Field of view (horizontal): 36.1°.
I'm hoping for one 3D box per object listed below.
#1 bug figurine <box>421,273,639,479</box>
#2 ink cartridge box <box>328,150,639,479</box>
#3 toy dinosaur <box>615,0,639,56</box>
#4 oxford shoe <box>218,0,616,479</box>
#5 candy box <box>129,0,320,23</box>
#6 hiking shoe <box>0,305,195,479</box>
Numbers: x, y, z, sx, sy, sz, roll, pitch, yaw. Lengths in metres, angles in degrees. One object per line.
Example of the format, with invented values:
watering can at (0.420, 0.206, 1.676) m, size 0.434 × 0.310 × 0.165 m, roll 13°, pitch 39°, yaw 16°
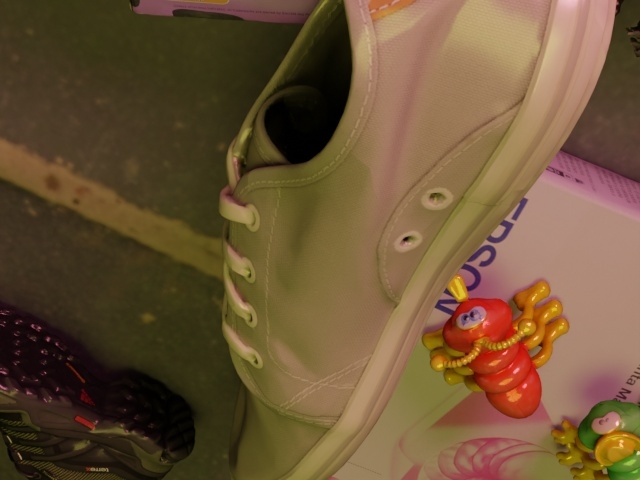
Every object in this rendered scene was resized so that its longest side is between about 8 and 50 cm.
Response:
bug figurine at (0.212, 0.062, 0.582) m, size 0.279 × 0.072 × 0.216 m, roll -30°, pitch 114°, yaw 17°
ink cartridge box at (0.176, 0.115, 0.694) m, size 0.330 × 0.071 × 0.324 m, roll 22°, pitch 120°, yaw -7°
toy dinosaur at (0.286, -0.192, 0.461) m, size 0.218 × 0.164 × 0.322 m, roll 49°, pitch 131°, yaw -6°
oxford shoe at (0.000, 0.000, 0.552) m, size 0.130 × 0.169 × 0.449 m, roll 11°, pitch 137°, yaw -14°
candy box at (-0.022, -0.195, 0.473) m, size 0.165 × 0.070 × 0.196 m, roll 5°, pitch 151°, yaw 2°
hiking shoe at (-0.213, 0.133, 0.726) m, size 0.227 × 0.086 × 0.114 m, roll 30°, pitch 115°, yaw -14°
